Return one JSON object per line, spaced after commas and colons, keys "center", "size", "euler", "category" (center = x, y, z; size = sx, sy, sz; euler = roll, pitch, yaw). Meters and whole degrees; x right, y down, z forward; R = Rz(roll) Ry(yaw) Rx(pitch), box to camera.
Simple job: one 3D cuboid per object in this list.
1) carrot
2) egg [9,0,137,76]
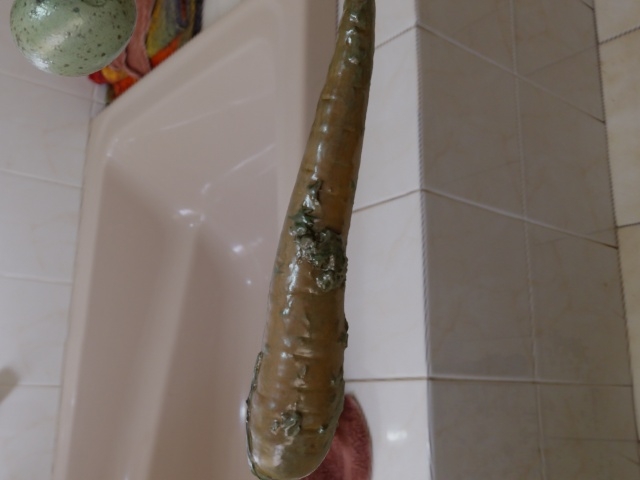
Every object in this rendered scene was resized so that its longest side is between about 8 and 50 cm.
{"center": [0.000, 0.000, 0.324], "size": [0.049, 0.049, 0.254], "euler": [17, 100, 51], "category": "carrot"}
{"center": [-0.201, -0.181, 0.546], "size": [0.110, 0.085, 0.085], "euler": [-15, 68, 28], "category": "egg"}
